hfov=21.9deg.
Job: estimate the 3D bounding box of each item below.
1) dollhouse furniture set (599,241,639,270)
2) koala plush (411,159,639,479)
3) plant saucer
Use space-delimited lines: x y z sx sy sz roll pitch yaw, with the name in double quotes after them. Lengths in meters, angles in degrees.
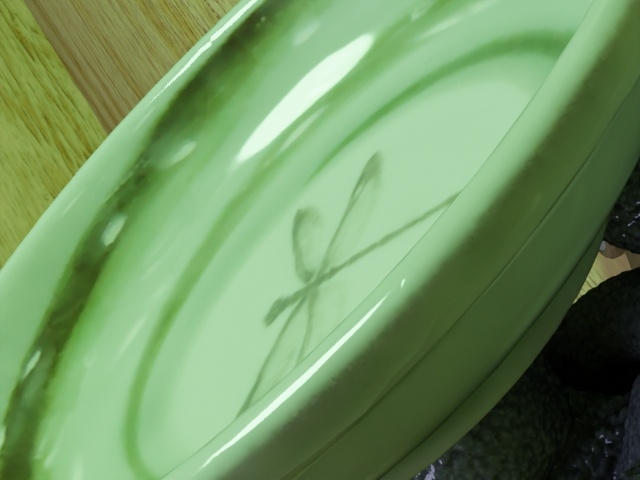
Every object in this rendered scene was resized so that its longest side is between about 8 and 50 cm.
0.080 0.008 0.827 0.123 0.151 0.144 66 173 -25 "dollhouse furniture set"
0.085 0.086 0.687 0.203 0.221 0.196 65 -161 -52 "koala plush"
0.000 0.000 0.631 0.100 0.400 0.400 43 176 -20 "plant saucer"
